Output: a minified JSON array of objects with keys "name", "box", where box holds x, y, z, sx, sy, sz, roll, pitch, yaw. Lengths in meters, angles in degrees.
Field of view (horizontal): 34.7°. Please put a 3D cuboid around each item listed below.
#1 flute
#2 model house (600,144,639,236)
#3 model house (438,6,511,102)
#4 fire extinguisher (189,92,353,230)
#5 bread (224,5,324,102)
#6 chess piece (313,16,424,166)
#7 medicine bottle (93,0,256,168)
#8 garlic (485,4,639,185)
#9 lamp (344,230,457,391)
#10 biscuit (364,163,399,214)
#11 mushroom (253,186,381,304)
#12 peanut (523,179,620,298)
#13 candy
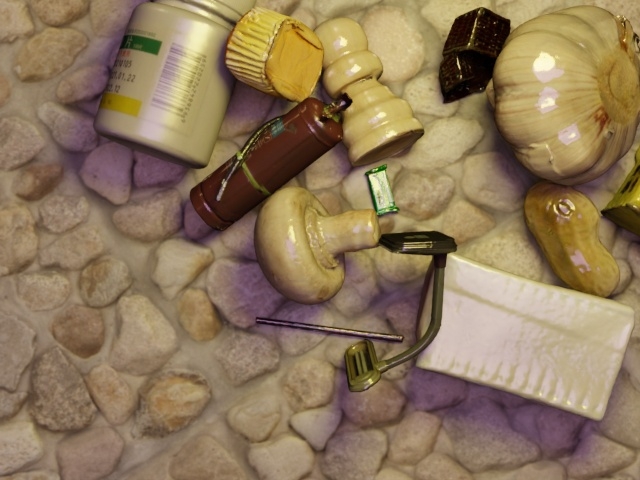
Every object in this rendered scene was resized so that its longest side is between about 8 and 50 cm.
[{"name":"flute","box":[0.017,0.160,1.836,0.269,0.014,0.014,8,87,0]},{"name":"model house","box":[0.638,-0.096,1.773,0.193,0.175,0.234,32,91,1]},{"name":"model house","box":[0.268,-0.327,1.795,0.106,0.152,0.165,16,86,6]},{"name":"fire extinguisher","box":[-0.074,-0.147,1.738,0.341,0.141,0.105,-37,99,19]},{"name":"bread","box":[-0.079,-0.310,1.709,0.114,0.190,0.132,24,91,21]},{"name":"chess piece","box":[0.068,-0.271,1.807,0.142,0.143,0.261,-24,81,-2]},{"name":"medicine bottle","box":[-0.239,-0.312,1.757,0.208,0.208,0.340,18,87,0]},{"name":"garlic","box":[0.417,-0.240,1.737,0.321,0.241,0.322,6,72,-20]},{"name":"lamp","box":[0.126,0.108,1.727,0.124,0.203,0.283,14,98,-15]},{"name":"biscuit","box":[0.109,-0.090,1.846,0.046,0.016,0.089,-15,88,-3]},{"name":"mushroom","box":[-0.012,0.014,1.746,0.209,0.206,0.206,13,87,33]},{"name":"peanut","box":[0.446,-0.003,1.800,0.120,0.110,0.236,-34,90,-11]},{"name":"candy","box":[0.340,0.163,1.775,0.358,0.145,0.208,16,89,1]}]
